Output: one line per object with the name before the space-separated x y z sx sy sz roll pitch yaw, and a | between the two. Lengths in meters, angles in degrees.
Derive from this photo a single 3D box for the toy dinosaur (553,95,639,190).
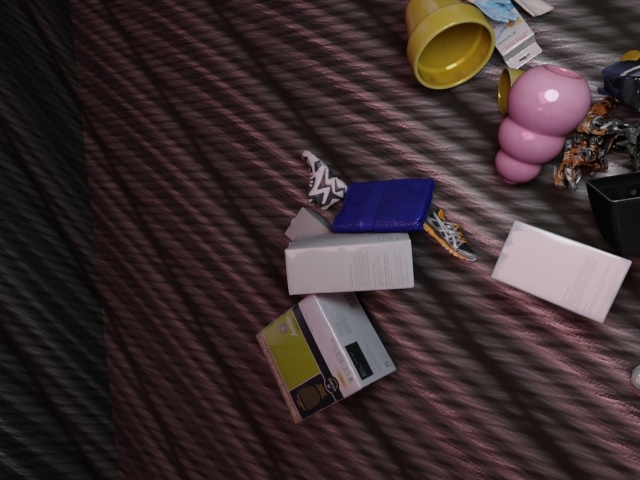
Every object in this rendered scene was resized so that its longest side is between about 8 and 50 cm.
toy dinosaur | 0.762 -0.282 1.320 0.219 0.165 0.321 29 113 42

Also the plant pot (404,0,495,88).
plant pot | 0.376 -0.646 1.507 0.254 0.254 0.238 -28 58 25

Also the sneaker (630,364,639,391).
sneaker | 0.922 0.351 1.202 0.263 0.121 0.099 -7 83 28

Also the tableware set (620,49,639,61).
tableware set | 0.876 -0.492 1.322 0.154 0.024 0.104 -40 39 18

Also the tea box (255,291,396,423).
tea box | 0.010 0.373 1.620 0.324 0.220 0.328 -38 70 32

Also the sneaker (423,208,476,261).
sneaker | 0.412 -0.015 1.529 0.083 0.084 0.215 -49 65 12

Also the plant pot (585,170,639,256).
plant pot | 0.791 -0.065 1.210 0.188 0.188 0.166 -8 112 13

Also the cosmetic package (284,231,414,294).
cosmetic package | 0.094 0.063 1.542 0.386 0.217 0.156 -5 101 10

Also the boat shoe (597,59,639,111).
boat shoe | 0.881 -0.424 1.230 0.158 0.341 0.127 -121 22 -51

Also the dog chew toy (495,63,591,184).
dog chew toy | 0.593 -0.306 1.347 0.207 0.207 0.331 34 132 26

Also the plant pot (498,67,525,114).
plant pot | 0.593 -0.445 1.439 0.096 0.134 0.134 -3 85 5

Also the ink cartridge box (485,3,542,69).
ink cartridge box | 0.579 -0.623 1.482 0.104 0.062 0.181 -34 72 22

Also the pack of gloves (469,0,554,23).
pack of gloves | 0.547 -0.737 1.444 0.195 0.046 0.232 -26 61 -15

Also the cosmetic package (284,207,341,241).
cosmetic package | 0.000 0.000 1.744 0.238 0.107 0.127 44 107 27

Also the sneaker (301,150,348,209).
sneaker | -0.022 -0.207 1.770 0.153 0.094 0.235 -46 77 10

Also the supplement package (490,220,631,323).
supplement package | 0.653 0.079 1.334 0.293 0.175 0.177 25 100 27

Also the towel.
towel | 0.211 -0.107 1.601 0.309 0.076 0.227 0 49 31
